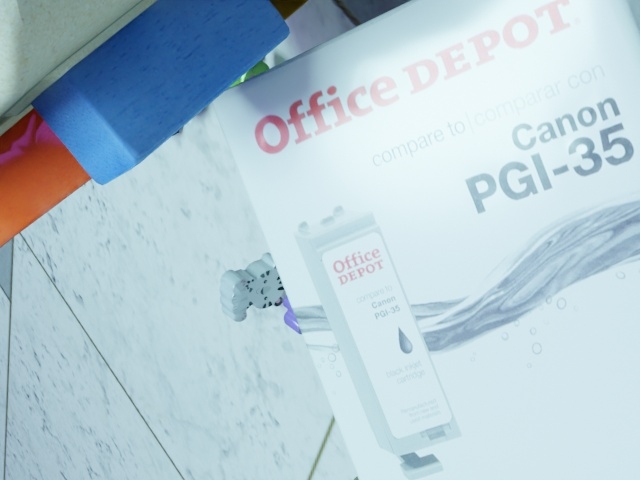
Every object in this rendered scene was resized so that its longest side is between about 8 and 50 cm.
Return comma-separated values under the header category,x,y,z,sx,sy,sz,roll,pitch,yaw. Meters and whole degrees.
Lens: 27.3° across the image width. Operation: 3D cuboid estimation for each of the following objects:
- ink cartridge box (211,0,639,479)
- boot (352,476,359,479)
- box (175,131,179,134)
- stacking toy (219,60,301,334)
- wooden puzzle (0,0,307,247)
category,x,y,z,sx,sy,sz,roll,pitch,yaw
ink cartridge box,0.101,0.023,0.577,0.207,0.117,0.283,-20,93,36
boot,0.129,0.224,0.777,0.270,0.089,0.236,58,163,17
box,-0.166,-0.197,0.997,0.191,0.045,0.184,48,148,29
stacking toy,0.000,0.000,0.867,0.167,0.052,0.221,35,136,40
wooden puzzle,-0.054,-0.112,0.617,0.080,0.322,0.348,49,153,-6
